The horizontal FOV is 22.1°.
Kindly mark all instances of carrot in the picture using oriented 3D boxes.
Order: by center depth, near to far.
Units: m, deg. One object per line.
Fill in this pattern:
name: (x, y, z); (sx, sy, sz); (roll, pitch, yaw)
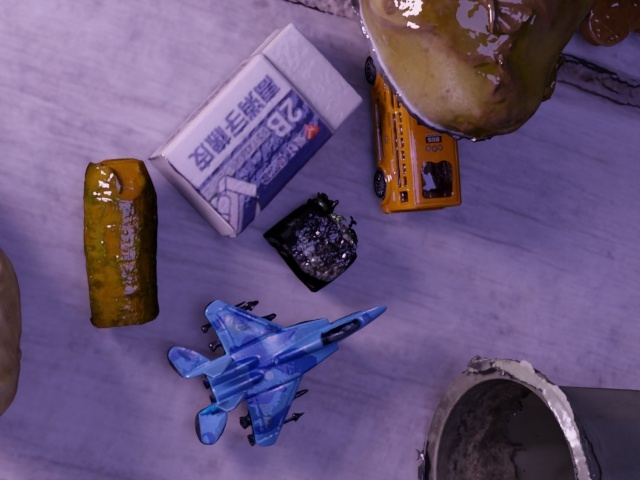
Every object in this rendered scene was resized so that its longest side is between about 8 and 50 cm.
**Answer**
carrot: (-0.207, 0.001, 1.701); (0.082, 0.082, 0.173); (-3, 98, -22)

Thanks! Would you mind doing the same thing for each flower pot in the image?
flower pot: (0.286, 0.270, 1.816); (0.259, 0.290, 0.290); (2, 89, -35)

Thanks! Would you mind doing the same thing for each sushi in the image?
sushi: (0.000, 0.000, 1.794); (0.084, 0.056, 0.083); (-40, 104, -16)

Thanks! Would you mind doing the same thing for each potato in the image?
potato: (0.182, -0.275, 1.745); (0.246, 0.196, 0.300); (23, 58, -14)

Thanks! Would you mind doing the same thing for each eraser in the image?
eraser: (-0.068, -0.118, 1.761); (0.124, 0.068, 0.210); (46, 74, -13)

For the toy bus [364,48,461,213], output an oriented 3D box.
toy bus: (0.108, -0.129, 1.821); (0.083, 0.088, 0.194); (-6, 91, -23)

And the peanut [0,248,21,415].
peanut: (-0.382, 0.030, 1.603); (0.147, 0.147, 0.319); (-26, 94, -20)

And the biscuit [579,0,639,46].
biscuit: (0.390, -0.355, 1.961); (0.202, 0.044, 0.289); (43, 76, -19)

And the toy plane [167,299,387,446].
toy plane: (-0.038, 0.120, 1.771); (0.246, 0.078, 0.169); (-26, 100, -27)
